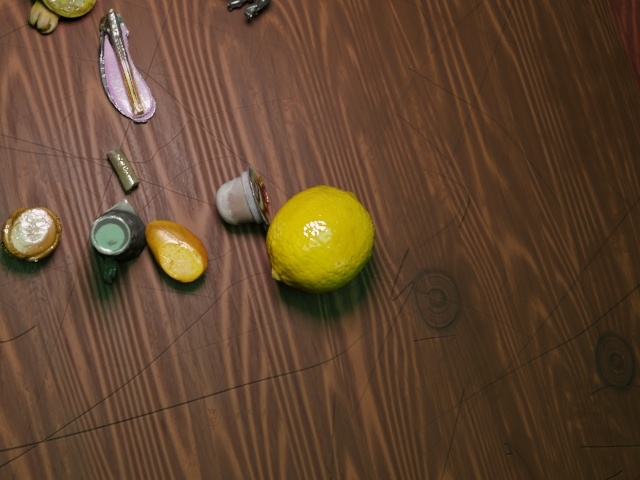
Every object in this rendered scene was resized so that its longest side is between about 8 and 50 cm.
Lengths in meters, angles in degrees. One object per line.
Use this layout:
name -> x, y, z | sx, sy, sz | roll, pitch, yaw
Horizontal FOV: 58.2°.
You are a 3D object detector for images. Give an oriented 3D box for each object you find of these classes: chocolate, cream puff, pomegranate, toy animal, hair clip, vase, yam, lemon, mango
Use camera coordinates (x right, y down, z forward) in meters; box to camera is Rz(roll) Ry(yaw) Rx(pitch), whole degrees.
chocolate -> -0.242, -0.114, 1.764 | 0.147, 0.221, 0.221 | -20, 86, 9
cream puff -> -0.797, -0.017, 1.586 | 0.165, 0.115, 0.150 | -35, 99, -29
pomegranate -> -0.778, -0.749, 1.710 | 0.189, 0.241, 0.159 | -24, 52, -41
toy animal -> -0.255, -0.840, 1.896 | 0.146, 0.114, 0.245 | -24, 88, -19
hair clip -> -0.610, -0.531, 1.766 | 0.110, 0.095, 0.359 | -18, 95, -54
vase -> -0.562, -0.001, 1.572 | 0.156, 0.301, 0.251 | 9, 87, -15
yam -> -0.588, -0.212, 1.718 | 0.054, 0.054, 0.132 | -29, 89, -19
lemon -> 0.001, -0.001, 1.735 | 0.335, 0.336, 0.336 | 3, 80, -17
mango -> -0.428, 0.027, 1.700 | 0.217, 0.102, 0.141 | 44, 82, -10
